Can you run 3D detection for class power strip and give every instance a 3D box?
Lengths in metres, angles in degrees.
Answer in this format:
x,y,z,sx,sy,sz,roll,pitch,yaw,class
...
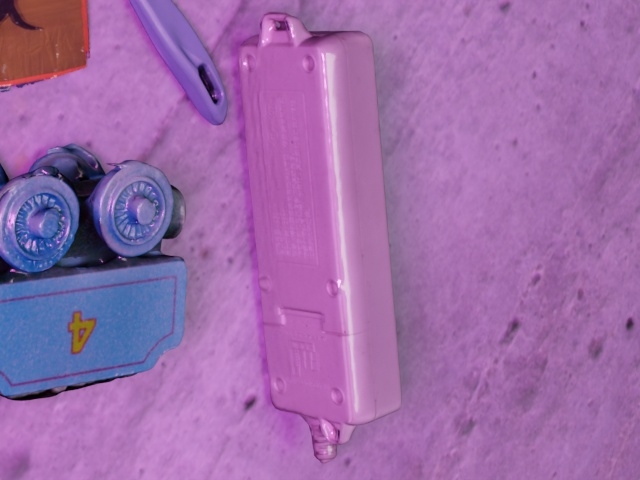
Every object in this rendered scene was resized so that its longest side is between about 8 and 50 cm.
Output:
x,y,z,sx,sy,sz,roll,pitch,yaw,class
0.000,0.000,1.378,0.058,0.098,0.338,-15,105,-44,power strip

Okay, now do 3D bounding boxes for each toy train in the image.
x,y,z,sx,sy,sz,roll,pitch,yaw,class
-0.176,0.018,1.217,0.198,0.107,0.154,-8,107,-42,toy train

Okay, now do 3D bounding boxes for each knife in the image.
x,y,z,sx,sy,sz,roll,pitch,yaw,class
-0.137,-0.208,1.285,0.044,0.019,0.313,-52,125,-33,knife

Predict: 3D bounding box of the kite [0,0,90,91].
x,y,z,sx,sy,sz,roll,pitch,yaw,class
-0.250,-0.230,1.160,0.377,0.013,0.327,45,71,-42,kite
